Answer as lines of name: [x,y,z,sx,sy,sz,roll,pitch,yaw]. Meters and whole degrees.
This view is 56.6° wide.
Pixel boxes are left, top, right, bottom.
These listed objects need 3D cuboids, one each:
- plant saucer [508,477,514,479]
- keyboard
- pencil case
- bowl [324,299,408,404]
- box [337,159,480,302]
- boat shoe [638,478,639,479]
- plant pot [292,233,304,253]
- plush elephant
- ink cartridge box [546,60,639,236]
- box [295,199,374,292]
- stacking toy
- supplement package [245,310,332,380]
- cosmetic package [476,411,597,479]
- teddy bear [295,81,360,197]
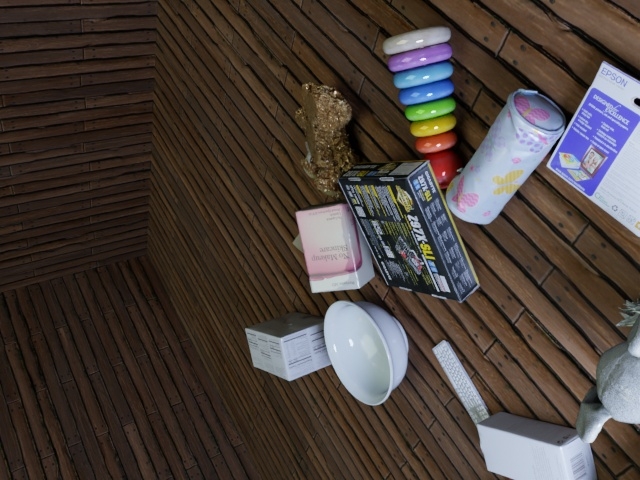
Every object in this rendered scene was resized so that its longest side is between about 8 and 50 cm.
plant saucer: [0.524,0.652,1.273,0.258,0.048,0.259,-20,86,59]
keyboard: [0.353,0.366,1.446,0.256,0.014,0.072,62,147,20]
pencil case: [0.341,-0.151,1.121,0.273,0.114,0.124,116,157,-50]
bowl: [0.146,0.288,1.629,0.298,0.134,0.297,31,129,49]
box: [0.197,-0.024,1.358,0.257,0.079,0.322,6,129,56]
boat shoe: [0.568,0.548,1.044,0.156,0.136,0.367,41,126,35]
plant pot: [0.000,0.000,1.766,0.096,0.109,0.109,53,146,10]
plush elephant: [0.522,0.207,0.853,0.330,0.256,0.271,39,135,44]
ink cartridge box: [0.490,-0.146,0.944,0.206,0.045,0.208,51,144,34]
box: [0.041,0.012,1.620,0.149,0.127,0.232,-8,98,25]
stacking toy: [0.226,-0.267,1.242,0.141,0.141,0.330,9,116,57]
supplement package: [-0.094,0.344,1.977,0.262,0.204,0.145,0,103,58]
cosmetic package: [0.451,0.448,1.258,0.231,0.086,0.117,-5,99,61]
teddy bear: [0.020,-0.273,1.616,0.245,0.113,0.337,42,145,52]
